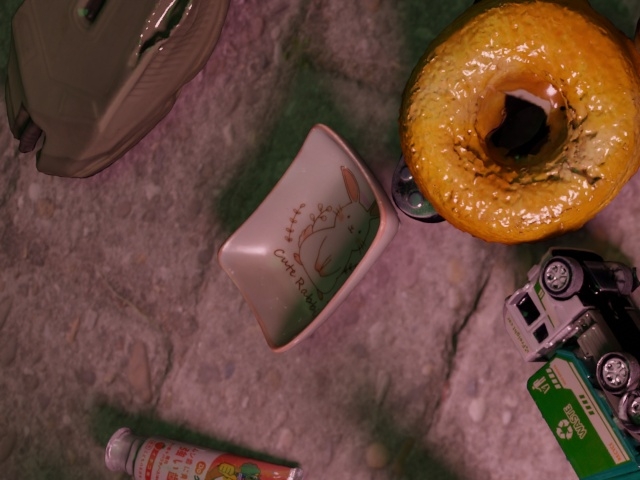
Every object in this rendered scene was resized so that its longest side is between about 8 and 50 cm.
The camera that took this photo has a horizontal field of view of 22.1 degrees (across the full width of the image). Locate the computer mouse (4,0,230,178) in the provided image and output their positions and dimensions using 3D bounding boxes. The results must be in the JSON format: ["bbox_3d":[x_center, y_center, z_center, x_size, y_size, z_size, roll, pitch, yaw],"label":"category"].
[{"bbox_3d":[-0.220,-0.258,1.891,0.228,0.145,0.429,51,121,23],"label":"computer mouse"}]

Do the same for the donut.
[{"bbox_3d":[0.192,-0.118,1.557,0.254,0.118,0.253,0,91,7],"label":"donut"}]

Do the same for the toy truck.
[{"bbox_3d":[0.265,0.130,1.492,0.124,0.114,0.253,-47,57,30],"label":"toy truck"}]

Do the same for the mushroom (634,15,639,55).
[{"bbox_3d":[0.418,-0.140,1.456,0.312,0.081,0.100,37,82,33],"label":"mushroom"}]

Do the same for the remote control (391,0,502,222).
[{"bbox_3d":[0.154,-0.139,1.661,0.090,0.066,0.265,25,90,21],"label":"remote control"}]

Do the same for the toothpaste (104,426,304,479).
[{"bbox_3d":[-0.126,0.258,1.769,0.234,0.057,0.089,15,87,28],"label":"toothpaste"}]

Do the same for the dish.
[{"bbox_3d":[0.000,0.000,1.703,0.212,0.077,0.151,-51,55,30],"label":"dish"}]
